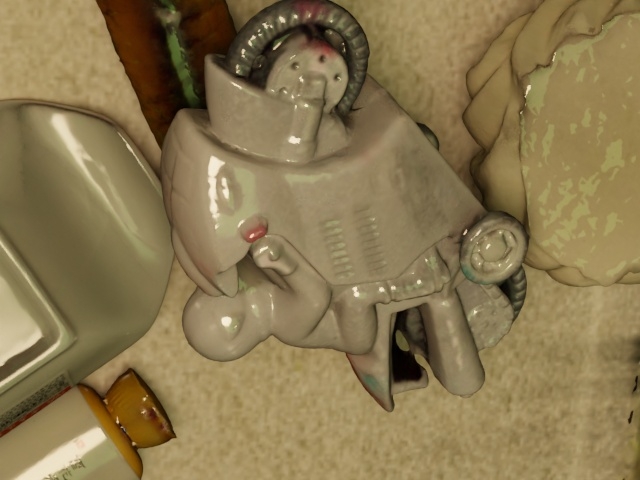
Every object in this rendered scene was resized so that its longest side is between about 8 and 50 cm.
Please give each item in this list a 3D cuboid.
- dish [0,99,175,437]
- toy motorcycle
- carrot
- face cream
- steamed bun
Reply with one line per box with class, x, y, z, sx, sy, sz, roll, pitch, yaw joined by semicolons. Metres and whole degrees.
dish;-0.182;0.029;0.914;0.234;0.064;0.154;-36;103;-7
toy motorcycle;0.000;0.000;0.905;0.171;0.110;0.260;-37;130;1
carrot;-0.071;-0.105;0.922;0.070;0.070;0.260;-25;114;-9
face cream;-0.165;0.138;0.974;0.182;0.051;0.072;-33;100;-6
steamed bun;0.159;-0.067;0.989;0.183;0.106;0.183;-4;106;-14
